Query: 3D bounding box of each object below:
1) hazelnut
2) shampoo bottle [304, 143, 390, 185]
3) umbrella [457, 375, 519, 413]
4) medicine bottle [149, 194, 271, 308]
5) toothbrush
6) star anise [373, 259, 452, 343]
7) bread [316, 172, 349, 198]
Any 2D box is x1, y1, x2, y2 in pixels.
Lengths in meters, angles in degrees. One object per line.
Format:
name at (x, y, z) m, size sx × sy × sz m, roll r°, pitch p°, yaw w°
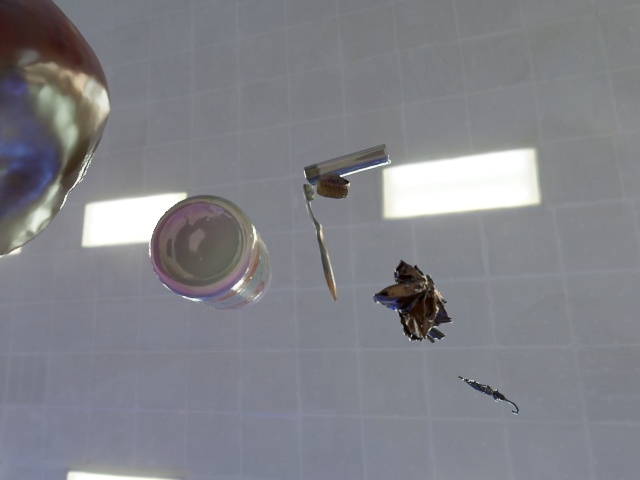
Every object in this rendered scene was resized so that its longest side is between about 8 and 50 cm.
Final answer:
hazelnut at (-0.484, -0.169, 0.604) m, size 0.409 × 0.359 × 0.359 m, roll -44°, pitch -112°, yaw 22°
shampoo bottle at (0.072, -0.204, 1.227) m, size 0.227 × 0.086 × 0.056 m, roll -15°, pitch -92°, yaw 9°
umbrella at (0.247, 0.223, 0.675) m, size 0.013 × 0.122 × 0.022 m, roll -15°, pitch -75°, yaw -22°
medicine bottle at (-0.234, 0.051, 1.070) m, size 0.219 × 0.388 × 0.219 m, roll 0°, pitch -103°, yaw 0°
toothbrush at (0.000, 0.000, 1.359) m, size 0.037 × 0.028 × 0.375 m, roll -19°, pitch -104°, yaw 25°
star anise at (0.264, 0.189, 1.214) m, size 0.148 × 0.346 × 0.237 m, roll -23°, pitch -131°, yaw 21°
bread at (0.032, -0.136, 1.103) m, size 0.085 × 0.085 × 0.053 m, roll 17°, pitch -69°, yaw 20°
